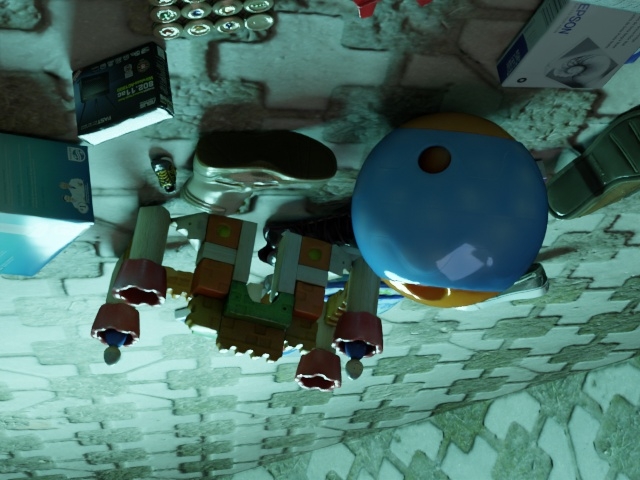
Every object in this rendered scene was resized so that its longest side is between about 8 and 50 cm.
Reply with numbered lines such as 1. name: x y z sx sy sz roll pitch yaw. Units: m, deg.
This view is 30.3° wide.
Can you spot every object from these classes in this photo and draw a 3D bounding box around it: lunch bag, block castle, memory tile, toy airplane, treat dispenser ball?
1. lunch bag: 0.057 0.091 2.310 0.219 0.090 0.176 1 153 -31
2. block castle: -0.136 0.128 1.988 0.453 0.213 0.303 15 154 -14
3. memory tile: -0.127 -0.273 1.386 0.148 0.012 0.113 -8 159 -6
4. toy airplane: 0.094 -0.302 1.392 0.151 0.028 0.151 -10 160 -3
5. treat dispenser ball: 0.189 -0.045 1.738 0.288 0.288 0.288 -9 159 -3

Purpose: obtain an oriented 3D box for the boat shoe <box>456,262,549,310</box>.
1. boat shoe: 0.366 0.088 2.481 0.219 0.078 0.070 -13 125 17

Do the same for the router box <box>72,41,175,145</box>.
1. router box: -0.244 -0.180 1.459 0.122 0.092 0.038 -18 158 18

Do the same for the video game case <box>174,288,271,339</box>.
1. video game case: -0.176 0.154 2.453 0.201 0.023 0.183 -14 159 13

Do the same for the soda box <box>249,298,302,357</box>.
1. soda box: -0.055 0.181 2.421 0.083 0.092 0.263 -43 153 26

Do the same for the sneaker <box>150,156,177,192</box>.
1. sneaker: -0.229 -0.097 1.758 0.031 0.035 0.083 -14 159 7

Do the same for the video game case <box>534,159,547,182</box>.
1. video game case: 0.275 -0.062 2.076 0.210 0.042 0.232 -10 159 -4

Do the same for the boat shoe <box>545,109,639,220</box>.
1. boat shoe: 0.501 -0.134 1.931 0.104 0.110 0.307 -10 165 -43

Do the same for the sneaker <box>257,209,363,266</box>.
1. sneaker: 0.000 0.000 2.027 0.162 0.106 0.281 13 150 -41

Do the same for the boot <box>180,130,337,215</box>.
1. boot: -0.095 -0.095 1.773 0.213 0.077 0.165 2 156 -17

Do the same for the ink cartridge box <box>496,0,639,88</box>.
1. ink cartridge box: 0.378 -0.274 1.572 0.224 0.045 0.223 -4 158 -18

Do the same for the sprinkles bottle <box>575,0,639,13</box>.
1. sprinkles bottle: 0.352 -0.318 1.341 0.355 0.121 0.121 3 155 -31

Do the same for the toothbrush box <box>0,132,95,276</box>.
1. toothbrush box: -0.493 -0.052 1.626 0.295 0.126 0.216 5 155 -36
